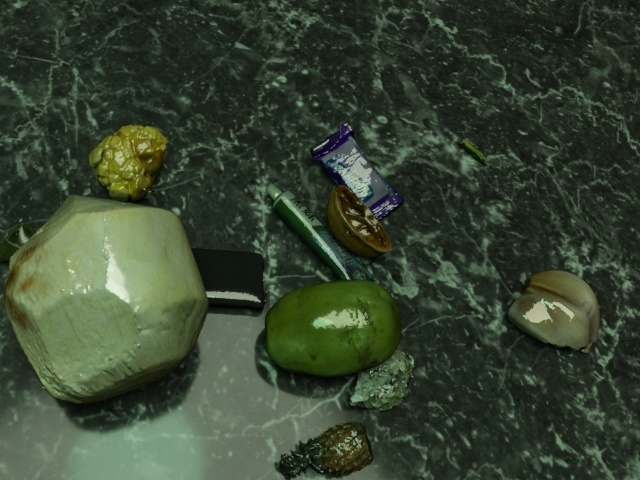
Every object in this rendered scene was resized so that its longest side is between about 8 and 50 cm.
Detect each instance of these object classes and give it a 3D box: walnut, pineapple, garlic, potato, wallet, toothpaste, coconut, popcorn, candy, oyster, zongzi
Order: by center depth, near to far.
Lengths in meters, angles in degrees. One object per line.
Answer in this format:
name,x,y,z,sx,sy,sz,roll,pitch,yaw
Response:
coconut,-0.430,0.095,1.205,0.416,0.344,0.415,-1,76,4
pineapple,0.010,0.448,1.282,0.198,0.108,0.108,-15,68,-7
potato,0.031,0.191,1.350,0.305,0.216,0.215,1,63,-13
zongzi,-0.649,0.055,1.357,0.130,0.062,0.154,-44,96,-7
oyster,0.145,0.319,1.395,0.125,0.064,0.177,28,59,6
wallet,-0.245,0.086,1.430,0.250,0.044,0.149,4,59,-11
popcorn,-0.462,-0.187,1.469,0.164,0.140,0.194,17,71,-14
toothpaste,0.000,0.000,1.520,0.392,0.061,0.099,46,37,11
walnut,0.078,-0.031,1.522,0.211,0.087,0.167,51,25,1
garlic,0.617,0.174,1.557,0.228,0.110,0.217,35,58,6
candy,0.095,-0.176,1.629,0.145,0.070,0.275,-33,85,-18

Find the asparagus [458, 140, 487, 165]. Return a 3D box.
asparagus,0.448,-0.255,1.782,0.108,0.021,0.025,43,61,10
